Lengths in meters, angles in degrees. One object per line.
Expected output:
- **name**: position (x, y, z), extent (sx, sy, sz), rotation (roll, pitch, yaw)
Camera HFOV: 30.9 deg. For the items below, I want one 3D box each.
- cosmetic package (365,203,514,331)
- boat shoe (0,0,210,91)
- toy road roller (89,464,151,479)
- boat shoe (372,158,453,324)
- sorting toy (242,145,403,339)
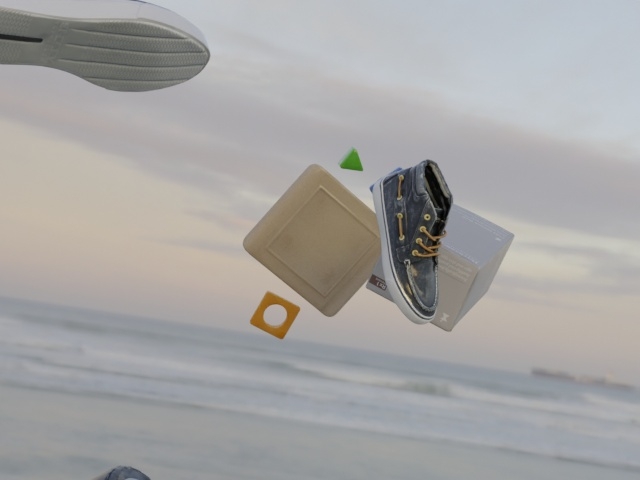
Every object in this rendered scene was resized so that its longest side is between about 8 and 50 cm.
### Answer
- **cosmetic package**: position (0.162, 0.027, 1.524), extent (0.127, 0.107, 0.238), rotation (27, 16, 11)
- **boat shoe**: position (-0.252, -0.228, 1.181), extent (0.302, 0.094, 0.109), rotation (6, -39, -38)
- **toy road roller**: position (-0.115, 0.316, 0.740), extent (0.202, 0.329, 0.240), rotation (-31, -25, 11)
- **boat shoe**: position (0.116, 0.000, 1.330), extent (0.065, 0.183, 0.083), rotation (0, -18, -43)
- **sorting toy**: position (0.000, 0.000, 1.862), extent (0.196, 0.347, 0.047), rotation (41, 6, -15)
